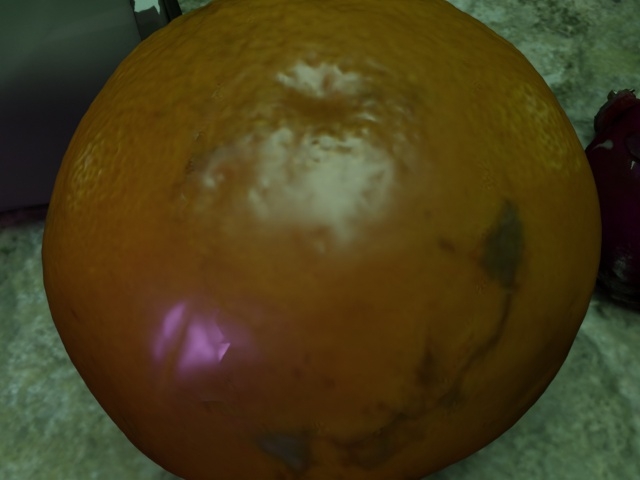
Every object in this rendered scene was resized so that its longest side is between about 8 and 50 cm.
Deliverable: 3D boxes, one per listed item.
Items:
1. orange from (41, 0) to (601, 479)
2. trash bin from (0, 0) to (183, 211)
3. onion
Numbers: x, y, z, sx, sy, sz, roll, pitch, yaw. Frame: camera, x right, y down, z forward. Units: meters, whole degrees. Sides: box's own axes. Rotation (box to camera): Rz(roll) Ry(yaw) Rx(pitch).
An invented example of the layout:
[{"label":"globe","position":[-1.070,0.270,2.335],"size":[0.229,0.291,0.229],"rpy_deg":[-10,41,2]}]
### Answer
[{"label":"orange","position":[0.000,0.000,0.467],"size":[0.312,0.312,0.312],"rpy_deg":[-1,55,1]},{"label":"trash bin","position":[-0.222,-0.133,0.634],"size":[0.250,0.220,0.219],"rpy_deg":[-14,55,1]},{"label":"onion","position":[0.276,-0.058,0.615],"size":[0.195,0.140,0.218],"rpy_deg":[-14,52,0]}]
